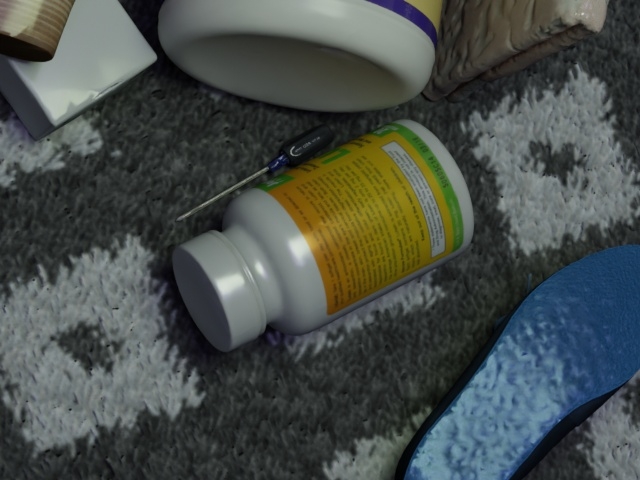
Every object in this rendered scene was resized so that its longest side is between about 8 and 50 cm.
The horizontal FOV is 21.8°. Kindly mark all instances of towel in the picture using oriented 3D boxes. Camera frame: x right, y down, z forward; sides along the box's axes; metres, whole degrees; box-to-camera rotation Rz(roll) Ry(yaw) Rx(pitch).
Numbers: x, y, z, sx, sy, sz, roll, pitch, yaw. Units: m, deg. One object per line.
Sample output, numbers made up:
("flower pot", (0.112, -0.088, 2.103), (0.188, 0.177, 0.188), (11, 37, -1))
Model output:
("towel", (0.191, -0.305, 1.483), (0.053, 0.317, 0.331), (13, 78, -17))

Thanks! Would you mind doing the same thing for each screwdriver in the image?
("screwdriver", (-0.058, -0.056, 1.512), (0.170, 0.024, 0.025), (-35, 123, -15))

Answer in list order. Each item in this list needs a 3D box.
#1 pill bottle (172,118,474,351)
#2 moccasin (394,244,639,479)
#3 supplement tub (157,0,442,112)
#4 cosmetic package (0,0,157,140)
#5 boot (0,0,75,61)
("pill bottle", (0.000, 0.000, 1.457), (0.246, 0.136, 0.136), (-26, 91, -22))
("moccasin", (0.182, 0.128, 1.519), (0.342, 0.117, 0.137), (-38, 83, -17))
("supplement tub", (0.000, -0.300, 1.452), (0.241, 0.241, 0.331), (13, 77, -18))
("cosmetic package", (-0.258, -0.213, 1.429), (0.117, 0.085, 0.231), (-35, 96, -22))
("boot", (-0.307, -0.286, 1.316), (0.283, 0.109, 0.220), (16, 77, -21))
